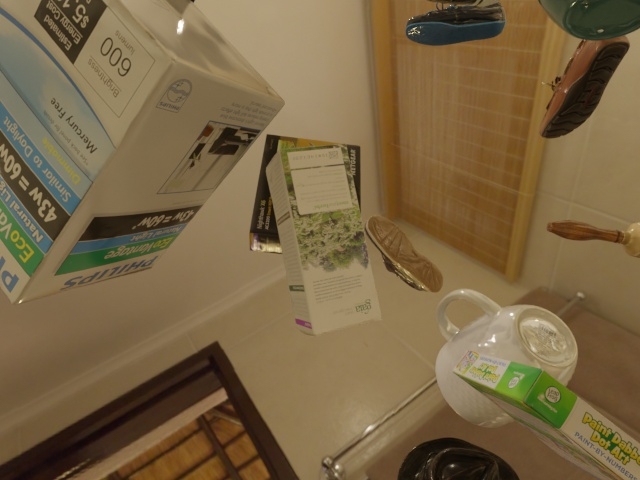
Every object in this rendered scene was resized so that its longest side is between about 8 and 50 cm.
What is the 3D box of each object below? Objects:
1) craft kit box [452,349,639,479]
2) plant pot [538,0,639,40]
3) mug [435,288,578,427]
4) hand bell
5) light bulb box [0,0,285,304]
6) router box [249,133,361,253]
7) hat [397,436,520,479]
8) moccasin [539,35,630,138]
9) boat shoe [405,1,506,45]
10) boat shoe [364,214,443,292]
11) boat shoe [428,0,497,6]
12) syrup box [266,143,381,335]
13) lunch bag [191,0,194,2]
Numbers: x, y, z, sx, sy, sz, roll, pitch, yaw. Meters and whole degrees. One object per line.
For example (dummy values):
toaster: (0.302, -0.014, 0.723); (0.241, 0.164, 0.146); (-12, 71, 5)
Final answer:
craft kit box: (0.352, 0.273, 0.600); (0.060, 0.247, 0.250); (-54, -4, -9)
plant pot: (0.494, -0.465, 0.669); (0.290, 0.291, 0.195); (20, -101, -43)
mug: (0.484, 0.297, 1.114); (0.276, 0.374, 0.327); (-29, -25, -32)
hand bell: (0.570, -0.007, 0.779); (0.243, 0.126, 0.126); (8, -63, 4)
light bulb box: (-0.313, -0.178, 0.521); (0.361, 0.358, 0.225); (-45, -9, 22)
router box: (-0.029, -0.109, 0.959); (0.243, 0.308, 0.081); (6, -33, -5)
hat: (0.370, 0.617, 1.030); (0.332, 0.331, 0.133); (-19, -57, -28)
moccasin: (0.801, -0.487, 1.265); (0.139, 0.146, 0.379); (-6, -35, 4)
boat shoe: (0.365, -0.598, 1.095); (0.109, 0.259, 0.088); (69, -156, -78)
boat shoe: (0.218, 0.049, 1.116); (0.285, 0.092, 0.102); (41, -125, -12)
boat shoe: (0.185, -0.406, 0.413); (0.119, 0.121, 0.335); (-13, -33, -6)
syrup box: (0.000, 0.000, 0.536); (0.093, 0.096, 0.236); (-10, -92, -19)
lunch bag: (-0.219, -0.430, 0.628); (0.098, 0.067, 0.065); (-43, -19, 33)
